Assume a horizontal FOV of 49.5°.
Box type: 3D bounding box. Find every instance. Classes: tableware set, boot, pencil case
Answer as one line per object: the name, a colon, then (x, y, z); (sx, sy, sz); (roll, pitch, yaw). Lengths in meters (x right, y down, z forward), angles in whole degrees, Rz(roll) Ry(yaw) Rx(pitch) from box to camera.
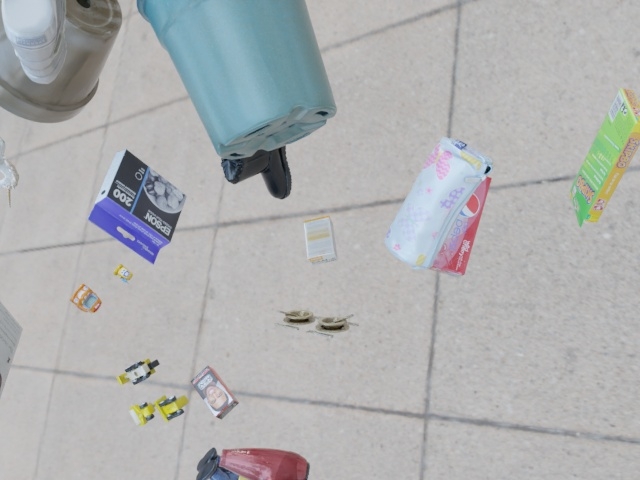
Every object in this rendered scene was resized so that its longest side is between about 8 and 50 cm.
tableware set: (-0.013, 0.202, 1.794); (0.194, 0.128, 0.039); (7, 103, 35)
boot: (-0.425, -0.361, 1.029); (0.123, 0.095, 0.258); (118, 149, -62)
pencil case: (0.239, -0.075, 1.412); (0.124, 0.113, 0.273); (39, 112, 25)
boot: (-0.189, -0.203, 2.002); (0.094, 0.207, 0.247); (22, 129, 37)

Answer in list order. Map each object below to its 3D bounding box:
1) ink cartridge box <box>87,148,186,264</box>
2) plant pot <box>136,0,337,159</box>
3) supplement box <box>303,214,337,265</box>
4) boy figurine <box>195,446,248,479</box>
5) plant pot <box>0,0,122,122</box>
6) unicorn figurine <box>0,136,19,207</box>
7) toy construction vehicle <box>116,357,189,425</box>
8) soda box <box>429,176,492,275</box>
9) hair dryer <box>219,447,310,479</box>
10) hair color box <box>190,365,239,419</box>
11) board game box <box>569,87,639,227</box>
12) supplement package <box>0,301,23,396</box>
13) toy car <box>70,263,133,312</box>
ink cartridge box: (-0.434, -0.081, 1.670); (0.045, 0.206, 0.208); (-16, 48, 36)
plant pot: (-0.142, -0.359, 1.366); (0.341, 0.341, 0.334); (-23, 85, 37)
supplement box: (0.000, 0.000, 1.529); (0.062, 0.036, 0.098); (-12, 60, 9)
boy figurine: (-0.215, 0.694, 1.970); (0.092, 0.285, 0.177); (-46, 23, 11)
plant pot: (-0.614, -0.478, 1.598); (0.280, 0.323, 0.323); (-29, 58, 37)
unicorn figurine: (-0.619, -0.155, 1.297); (0.060, 0.111, 0.162); (-43, 43, 35)
toy construction vehicle: (-0.216, 0.193, 0.891); (0.098, 0.035, 0.086); (-31, 91, 38)
soda box: (0.348, -0.044, 1.761); (0.083, 0.092, 0.263); (134, 153, -82)
hair dryer: (-0.091, 0.504, 1.403); (0.293, 0.223, 0.080); (29, 112, 31)
hair color box: (-0.304, 0.434, 1.987); (0.072, 0.043, 0.141); (-44, 58, -4)
board game box: (0.559, -0.154, 1.361); (0.124, 0.039, 0.259); (-83, 5, -48)
supplement package: (-0.577, 0.203, 1.059); (0.133, 0.139, 0.244); (-9, 46, 6)
toy car: (-0.352, 0.074, 1.136); (0.040, 0.122, 0.060); (29, 142, 14)
